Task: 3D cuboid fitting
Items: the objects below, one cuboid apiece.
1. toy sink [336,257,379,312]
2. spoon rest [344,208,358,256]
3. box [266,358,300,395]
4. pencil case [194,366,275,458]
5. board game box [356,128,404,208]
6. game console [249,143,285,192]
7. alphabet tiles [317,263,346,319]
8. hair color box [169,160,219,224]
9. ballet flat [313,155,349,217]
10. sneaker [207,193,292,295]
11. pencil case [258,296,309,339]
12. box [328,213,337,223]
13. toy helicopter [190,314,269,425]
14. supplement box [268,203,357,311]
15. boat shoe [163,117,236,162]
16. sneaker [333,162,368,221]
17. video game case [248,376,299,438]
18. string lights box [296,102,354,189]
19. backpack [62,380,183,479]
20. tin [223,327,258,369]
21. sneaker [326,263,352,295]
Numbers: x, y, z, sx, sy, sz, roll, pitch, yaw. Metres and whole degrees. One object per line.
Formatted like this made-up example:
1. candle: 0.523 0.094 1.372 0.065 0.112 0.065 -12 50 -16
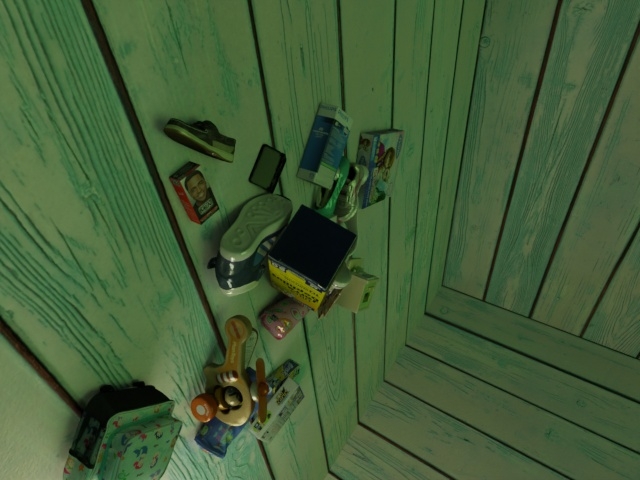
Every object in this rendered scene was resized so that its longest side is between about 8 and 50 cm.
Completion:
1. toy sink: 0.191 0.217 2.010 0.152 0.131 0.234 2 106 -61
2. spoon rest: 0.124 -0.054 1.715 0.137 0.084 0.276 163 -60 -80
3. box: -0.157 0.562 1.705 0.169 0.059 0.054 -27 133 -52
4. pencil case: -0.289 0.589 1.419 0.306 0.119 0.133 -51 120 -25
5. board game box: 0.257 -0.326 1.838 0.318 0.066 0.319 -27 131 -51
6. game console: -0.157 -0.214 1.248 0.107 0.071 0.122 163 -51 -88
7. alphabet tiles: 0.051 0.219 1.755 0.237 0.009 0.198 -57 -167 15
8. hair color box: -0.308 -0.115 1.018 0.072 0.043 0.141 -49 145 -31
9. ballet flat: 0.037 -0.205 1.526 0.087 0.083 0.247 19 90 -48
10. sneaker: -0.203 0.025 1.239 0.323 0.130 0.236 -54 166 -46
11. pencil case: -0.098 0.243 1.543 0.284 0.124 0.124 -38 139 -43
12. box: 0.000 0.000 1.611 0.145 0.038 0.186 -25 129 -39
13. toy helicopter: -0.250 0.403 1.261 0.140 0.235 0.355 -18 118 -67
14. supplement box: -0.036 0.073 1.325 0.195 0.194 0.356 -58 174 -19
15. boat shoe: -0.273 -0.245 0.964 0.223 0.080 0.073 18 87 -67
16. sneaker: 0.101 -0.199 1.629 0.111 0.103 0.252 27 78 -57
17. video game case: -0.172 0.703 1.696 0.244 0.061 0.269 -48 158 -22
18. string lights box: 0.020 -0.319 1.419 0.133 0.076 0.260 12 98 -62
19. backpack: -0.475 0.503 0.997 0.225 0.191 0.254 21 95 -63
20. tin: -0.273 0.384 1.415 0.106 0.040 0.190 18 93 -57
21. sneaker: 0.049 0.172 1.661 0.282 0.102 0.161 -97 -153 -76
